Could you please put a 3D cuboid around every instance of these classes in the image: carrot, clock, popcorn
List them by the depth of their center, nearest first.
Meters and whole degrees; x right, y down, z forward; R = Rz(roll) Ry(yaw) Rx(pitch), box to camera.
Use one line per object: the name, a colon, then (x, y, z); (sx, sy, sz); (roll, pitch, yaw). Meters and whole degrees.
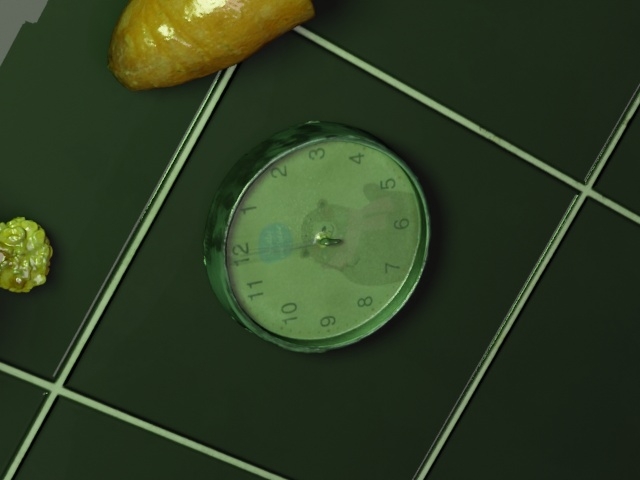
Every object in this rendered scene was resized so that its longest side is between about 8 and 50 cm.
carrot: (-0.136, -0.248, 1.782); (0.225, 0.159, 0.159); (-33, 116, 3)
popcorn: (-0.335, 0.015, 1.833); (0.083, 0.057, 0.082); (30, 94, -24)
clock: (0.000, 0.000, 1.960); (0.280, 0.055, 0.281); (-7, 110, -20)
